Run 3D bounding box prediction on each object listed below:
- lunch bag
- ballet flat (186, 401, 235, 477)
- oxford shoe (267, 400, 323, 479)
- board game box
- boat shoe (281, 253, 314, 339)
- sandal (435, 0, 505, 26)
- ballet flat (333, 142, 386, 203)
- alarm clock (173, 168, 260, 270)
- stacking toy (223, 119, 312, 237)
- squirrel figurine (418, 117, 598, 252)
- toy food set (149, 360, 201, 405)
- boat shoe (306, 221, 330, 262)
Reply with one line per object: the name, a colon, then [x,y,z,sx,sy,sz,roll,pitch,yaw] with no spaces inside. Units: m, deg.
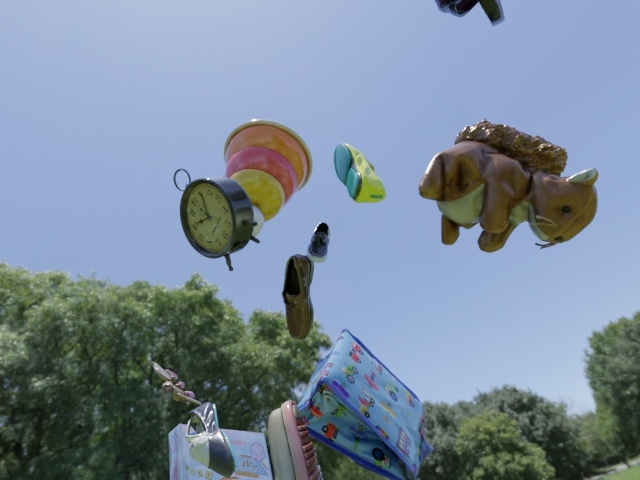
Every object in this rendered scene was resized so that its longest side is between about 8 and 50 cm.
lunch bag: [0.117,0.363,0.929,0.138,0.293,0.221,-57,-5,22]
ballet flat: [-0.217,0.378,0.818,0.074,0.203,0.074,-6,-76,-24]
oxford shoe: [-0.061,0.453,0.645,0.147,0.396,0.140,-11,-26,5]
board game box: [-0.268,0.700,1.222,0.066,0.318,0.319,-43,-48,21]
boat shoe: [-0.093,0.202,1.531,0.111,0.307,0.104,-2,-4,29]
sandal: [0.271,-0.529,0.862,0.107,0.445,0.167,-26,-54,29]
ballet flat: [0.083,-0.139,0.909,0.077,0.231,0.077,8,-61,-14]
alarm clock: [-0.180,-0.052,0.712,0.064,0.192,0.129,-25,-26,-55]
stacking toy: [-0.231,-0.173,1.540,0.351,0.479,0.350,6,-45,6]
squirrel figurine: [0.513,-0.157,1.121,0.371,0.397,0.281,10,-32,36]
toy food set: [-0.271,0.273,0.803,0.019,0.122,0.078,-55,-49,-12]
boat shoe: [0.000,0.000,1.588,0.080,0.228,0.076,11,-62,6]
